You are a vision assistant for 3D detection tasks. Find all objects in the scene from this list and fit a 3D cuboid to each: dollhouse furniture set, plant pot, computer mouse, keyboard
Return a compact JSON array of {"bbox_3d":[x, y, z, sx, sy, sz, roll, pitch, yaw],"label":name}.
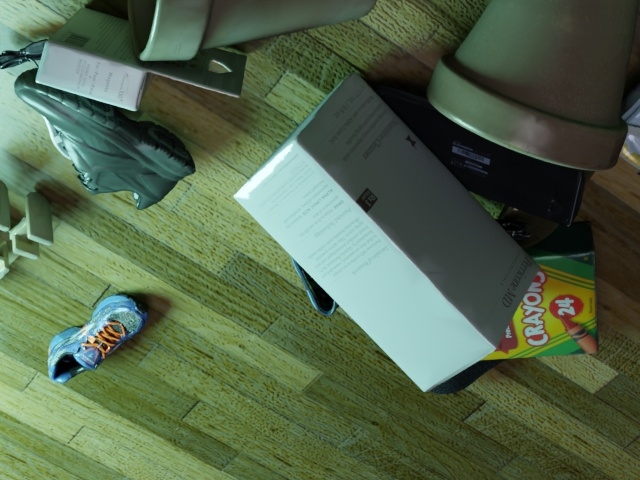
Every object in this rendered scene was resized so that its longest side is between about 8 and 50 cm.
[{"bbox_3d":[-0.563,-0.033,1.947,0.242,0.161,0.212,23,129,-39],"label":"dollhouse furniture set"},{"bbox_3d":[-0.074,-0.368,1.534,0.280,0.323,0.323,2,129,-15],"label":"plant pot"},{"bbox_3d":[0.295,-0.242,1.626,0.263,0.263,0.229,18,110,-8],"label":"plant pot"},{"bbox_3d":[-0.375,-0.200,1.829,0.106,0.042,0.193,-22,122,0],"label":"computer mouse"},{"bbox_3d":[0.210,-0.094,1.787,0.317,0.033,0.202,23,135,20],"label":"keyboard"}]

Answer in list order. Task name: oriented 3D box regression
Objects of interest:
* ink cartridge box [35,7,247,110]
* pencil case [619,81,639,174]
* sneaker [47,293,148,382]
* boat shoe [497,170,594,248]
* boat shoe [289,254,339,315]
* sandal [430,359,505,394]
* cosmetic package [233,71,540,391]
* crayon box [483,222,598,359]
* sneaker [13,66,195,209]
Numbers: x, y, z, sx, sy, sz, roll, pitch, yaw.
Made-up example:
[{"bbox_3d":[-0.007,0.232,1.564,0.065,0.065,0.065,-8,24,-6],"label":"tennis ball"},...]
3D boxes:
[{"bbox_3d":[-0.220,-0.222,1.653,0.238,0.275,0.060,17,107,-7],"label":"ink cartridge box"},{"bbox_3d":[0.488,-0.212,1.690,0.124,0.113,0.273,14,129,-30],"label":"pencil case"},{"bbox_3d":[-0.361,0.167,2.080,0.221,0.087,0.083,-37,117,28],"label":"sneaker"},{"bbox_3d":[0.321,-0.080,1.834,0.080,0.073,0.223,20,125,-21],"label":"boat shoe"},{"bbox_3d":[0.000,0.000,1.916,0.109,0.089,0.258,-14,124,15],"label":"boat shoe"},{"bbox_3d":[0.243,0.192,2.076,0.179,0.040,0.067,-29,126,8],"label":"sandal"},{"bbox_3d":[0.097,-0.010,1.751,0.385,0.217,0.156,43,131,-7],"label":"cosmetic package"},{"bbox_3d":[0.259,0.085,1.961,0.318,0.081,0.202,-5,127,10],"label":"crayon box"},{"bbox_3d":[-0.315,-0.134,1.799,0.286,0.109,0.130,33,109,-29],"label":"sneaker"}]
